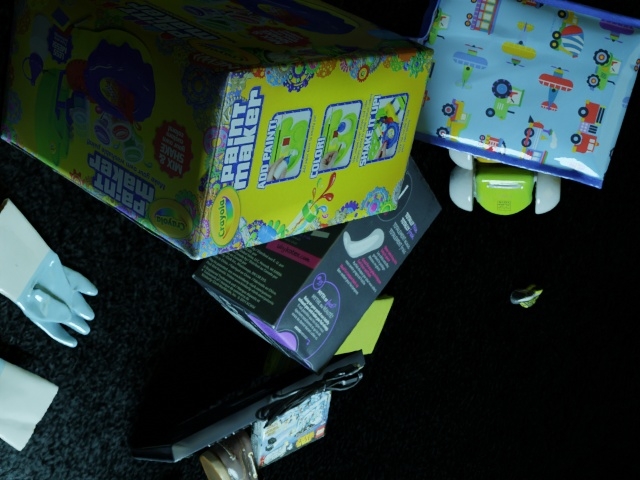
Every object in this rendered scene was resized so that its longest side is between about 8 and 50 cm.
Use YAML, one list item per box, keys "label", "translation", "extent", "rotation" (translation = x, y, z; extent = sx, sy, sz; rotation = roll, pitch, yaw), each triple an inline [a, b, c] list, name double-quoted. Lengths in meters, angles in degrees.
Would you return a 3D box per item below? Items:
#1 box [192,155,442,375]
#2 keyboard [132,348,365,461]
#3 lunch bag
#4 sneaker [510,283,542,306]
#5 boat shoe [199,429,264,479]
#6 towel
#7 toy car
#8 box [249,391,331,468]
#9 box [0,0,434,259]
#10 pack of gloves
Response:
- label: "box"
  translation: [0.000, 0.000, 1.604]
  extent: [0.270, 0.143, 0.165]
  rotation: [-53, 147, -10]
- label: "keyboard"
  translation: [-0.066, 0.207, 1.639]
  extent: [0.317, 0.201, 0.033]
  rotation: [-24, 94, -36]
- label: "lunch bag"
  translation: [0.244, -0.215, 1.687]
  extent: [0.293, 0.138, 0.221]
  rotation: [13, 100, -12]
- label: "sneaker"
  translation: [0.352, 0.101, 2.227]
  extent: [0.083, 0.031, 0.035]
  rotation: [-14, 126, -46]
- label: "boat shoe"
  translation: [-0.105, 0.343, 1.787]
  extent: [0.073, 0.073, 0.207]
  rotation: [-38, 140, -26]
- label: "towel"
  translation: [0.013, 0.129, 1.831]
  extent: [0.237, 0.021, 0.102]
  rotation: [-6, 124, -51]
- label: "toy car"
  translation: [0.268, -0.127, 1.879]
  extent: [0.136, 0.159, 0.182]
  rotation: [-79, 167, -49]
- label: "box"
  translation: [-0.043, 0.257, 1.842]
  extent: [0.137, 0.027, 0.094]
  rotation: [-20, 128, -43]
- label: "box"
  translation: [-0.101, -0.139, 1.245]
  extent: [0.279, 0.290, 0.177]
  rotation: [-16, 126, -47]
- label: "pack of gloves"
  translation: [-0.332, 0.088, 1.355]
  extent: [0.195, 0.046, 0.232]
  rotation: [-62, 151, -18]
